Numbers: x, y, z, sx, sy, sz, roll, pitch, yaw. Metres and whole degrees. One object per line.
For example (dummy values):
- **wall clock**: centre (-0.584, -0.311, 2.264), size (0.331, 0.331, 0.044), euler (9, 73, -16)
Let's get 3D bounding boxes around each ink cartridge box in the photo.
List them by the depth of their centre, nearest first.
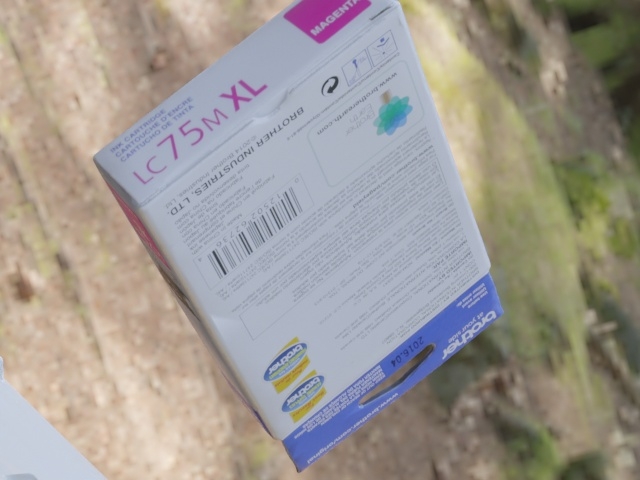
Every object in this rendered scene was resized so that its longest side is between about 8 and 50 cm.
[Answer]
- **ink cartridge box**: centre (0.000, 0.000, 1.130), size (0.065, 0.186, 0.311), euler (43, -13, 39)

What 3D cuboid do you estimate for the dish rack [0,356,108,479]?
- **dish rack**: centre (-0.260, 0.160, 1.460), size (0.333, 0.072, 0.285), euler (40, 4, 20)
